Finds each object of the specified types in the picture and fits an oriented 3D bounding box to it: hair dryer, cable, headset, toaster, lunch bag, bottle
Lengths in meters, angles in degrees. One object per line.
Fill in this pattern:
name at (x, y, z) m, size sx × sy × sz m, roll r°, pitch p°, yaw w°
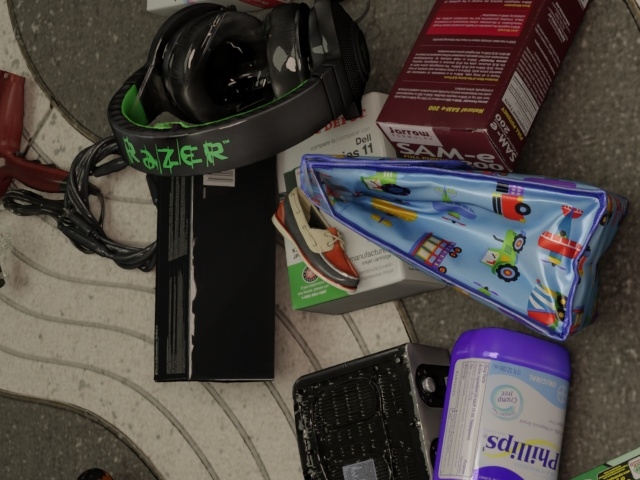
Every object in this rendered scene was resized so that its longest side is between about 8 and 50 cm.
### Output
hair dryer at (-0.389, -0.089, 1.957) m, size 0.224 × 0.080 × 0.293 m, roll -23°, pitch 75°, yaw 18°
cable at (-0.235, -0.045, 1.828) m, size 0.184 × 0.047 × 0.150 m, roll 26°, pitch 90°, yaw 25°
headset at (-0.063, -0.207, 1.514) m, size 0.243 × 0.394 × 0.185 m, roll 1°, pitch 122°, yaw 30°
toaster at (0.062, 0.208, 1.519) m, size 0.186 × 0.110 × 0.168 m, roll -21°, pitch 71°, yaw 35°
lunch bag at (0.118, -0.016, 1.369) m, size 0.293 × 0.221 × 0.138 m, roll 16°, pitch 95°, yaw 15°
bottle at (0.164, 0.228, 1.399) m, size 0.092 × 0.118 × 0.282 m, roll -18°, pitch 58°, yaw 61°

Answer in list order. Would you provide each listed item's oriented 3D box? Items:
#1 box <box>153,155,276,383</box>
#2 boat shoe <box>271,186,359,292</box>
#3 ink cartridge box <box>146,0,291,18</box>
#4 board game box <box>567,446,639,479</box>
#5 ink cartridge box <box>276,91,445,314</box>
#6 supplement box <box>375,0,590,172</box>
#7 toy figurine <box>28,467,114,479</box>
box at (-0.119, 0.027, 1.642) m, size 0.184 × 0.103 × 0.261 m, roll 165°, pitch 107°, yaw -69°
boat shoe at (0.000, 0.000, 1.522) m, size 0.043 × 0.049 × 0.137 m, roll -54°, pitch 52°, yaw 17°
ink cartridge box at (-0.120, -0.336, 1.753) m, size 0.175 × 0.072 × 0.127 m, roll -4°, pitch 83°, yaw 38°
board game box at (0.386, 0.252, 1.297) m, size 0.317 × 0.046 × 0.213 m, roll -33°, pitch 65°, yaw 31°
ink cartridge box at (0.038, -0.038, 1.581) m, size 0.153 × 0.087 × 0.208 m, roll -18°, pitch 73°, yaw 35°
supplement box at (0.165, -0.186, 1.445) m, size 0.130 × 0.073 × 0.239 m, roll 9°, pitch 62°, yaw 39°
toy figurine at (-0.303, 0.373, 1.725) m, size 0.148 × 0.213 × 0.209 m, roll 37°, pitch 109°, yaw 21°
